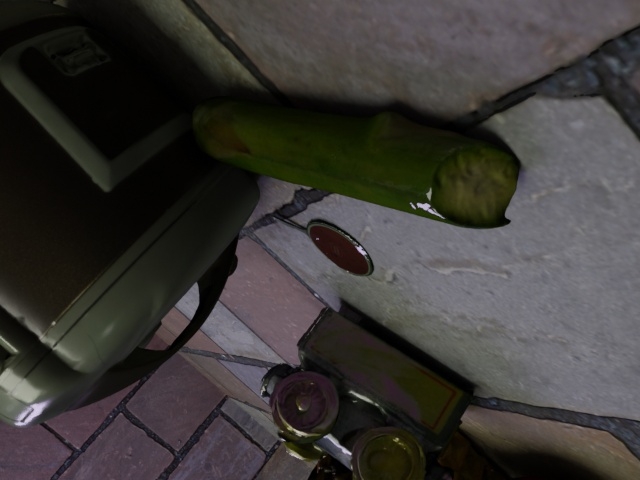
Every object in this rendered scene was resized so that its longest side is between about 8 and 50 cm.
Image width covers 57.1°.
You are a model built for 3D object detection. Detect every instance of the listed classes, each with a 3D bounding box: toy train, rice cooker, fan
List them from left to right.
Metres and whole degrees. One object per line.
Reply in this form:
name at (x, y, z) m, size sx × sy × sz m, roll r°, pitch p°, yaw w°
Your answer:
rice cooker at (-0.242, -0.017, 0.566) m, size 0.325 × 0.335 × 0.335 m, roll 44°, pitch 158°, yaw -8°
fan at (0.000, 0.000, 0.628) m, size 0.133 × 0.005 × 0.085 m, roll 27°, pitch 156°, yaw 26°
toy train at (0.056, 0.207, 0.707) m, size 0.261 × 0.177 × 0.134 m, roll 31°, pitch 157°, yaw 19°

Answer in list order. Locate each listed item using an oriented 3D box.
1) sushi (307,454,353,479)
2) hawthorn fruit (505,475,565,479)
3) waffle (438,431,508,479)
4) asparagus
sushi at (0.091, 0.378, 0.946) m, size 0.213 × 0.204 × 0.200 m, roll 22°, pitch 148°, yaw 26°
hawthorn fruit at (0.272, 0.371, 0.669) m, size 0.215 × 0.215 × 0.249 m, roll 35°, pitch 153°, yaw 11°
waffle at (0.204, 0.410, 0.807) m, size 0.219 × 0.229 × 0.057 m, roll 42°, pitch 139°, yaw -13°
asparagus at (0.005, -0.064, 0.427) m, size 0.278 × 0.060 × 0.067 m, roll 18°, pitch 139°, yaw 42°
